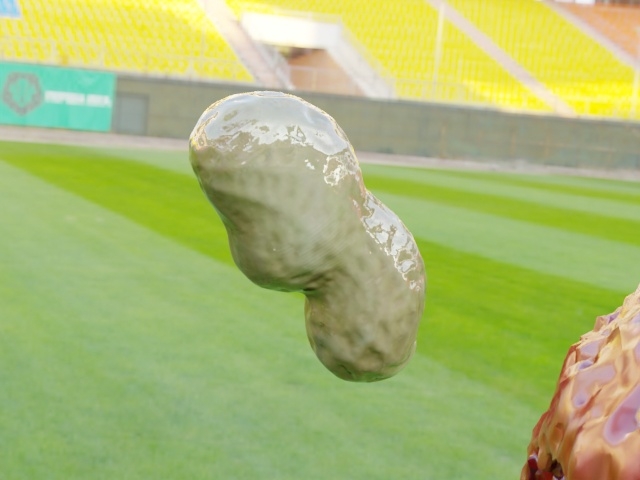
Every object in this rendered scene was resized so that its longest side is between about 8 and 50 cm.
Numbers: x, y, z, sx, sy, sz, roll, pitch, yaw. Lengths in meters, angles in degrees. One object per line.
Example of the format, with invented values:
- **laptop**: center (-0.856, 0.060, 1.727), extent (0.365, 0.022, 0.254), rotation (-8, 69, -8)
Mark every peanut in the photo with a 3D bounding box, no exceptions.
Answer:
- **peanut**: center (0.001, 0.000, 0.686), extent (0.104, 0.228, 0.086), rotation (-41, 25, -7)

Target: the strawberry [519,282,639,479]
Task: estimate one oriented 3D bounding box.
- **strawberry**: center (0.216, 0.087, 0.394), extent (0.257, 0.277, 0.257), rotation (33, -21, 15)
